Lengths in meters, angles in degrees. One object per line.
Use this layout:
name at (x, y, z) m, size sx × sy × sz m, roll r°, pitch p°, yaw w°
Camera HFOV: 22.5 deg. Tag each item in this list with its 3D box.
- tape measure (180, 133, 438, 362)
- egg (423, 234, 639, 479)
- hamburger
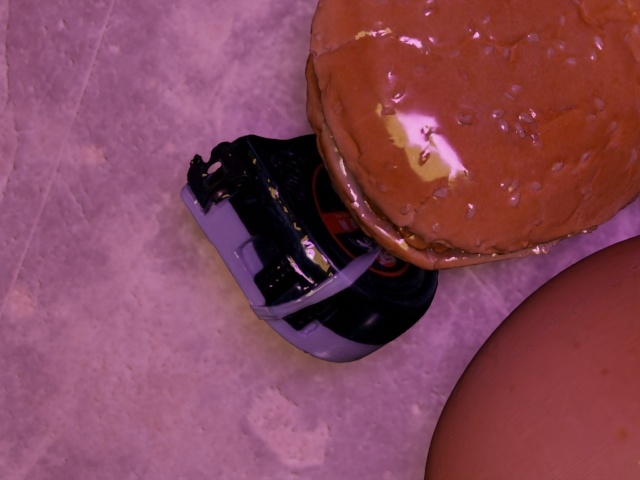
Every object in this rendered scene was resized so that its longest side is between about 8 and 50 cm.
tape measure at (0.003, 0.004, 1.242) m, size 0.107 × 0.182 × 0.181 m, roll -36°, pitch 74°, yaw 31°
egg at (0.247, 0.154, 1.151) m, size 0.374 × 0.301 × 0.301 m, roll -37°, pitch 89°, yaw 12°
hamburger at (0.134, -0.119, 1.181) m, size 0.283 × 0.144 × 0.259 m, roll -26°, pitch 81°, yaw -22°
